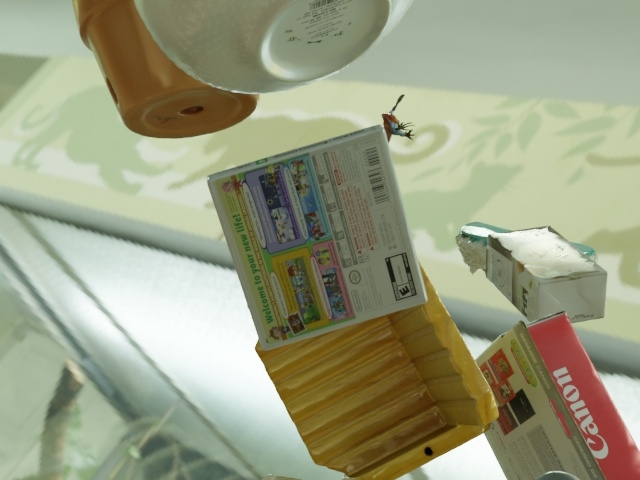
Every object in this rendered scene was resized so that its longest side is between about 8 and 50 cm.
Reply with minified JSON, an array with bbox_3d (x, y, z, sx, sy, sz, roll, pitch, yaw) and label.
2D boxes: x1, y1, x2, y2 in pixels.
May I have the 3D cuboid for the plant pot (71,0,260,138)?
[{"bbox_3d":[-0.202,-0.278,1.602,0.291,0.290,0.203,134,-53,-67],"label":"plant pot"}]

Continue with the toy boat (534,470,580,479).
[{"bbox_3d":[0.347,0.348,1.096,0.318,0.148,0.267,23,-37,-4],"label":"toy boat"}]

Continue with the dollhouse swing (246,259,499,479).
[{"bbox_3d":[0.059,0.183,1.597,0.347,0.315,0.305,62,7,5],"label":"dollhouse swing"}]

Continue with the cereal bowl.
[{"bbox_3d":[-0.025,-0.274,1.191,0.339,0.339,0.141,91,-24,-62],"label":"cereal bowl"}]

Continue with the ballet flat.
[{"bbox_3d":[0.460,0.052,2.430,0.147,0.147,0.409,51,-17,-29],"label":"ballet flat"}]

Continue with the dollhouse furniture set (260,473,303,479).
[{"bbox_3d":[-0.030,0.387,1.325,0.144,0.123,0.151,-1,-72,38],"label":"dollhouse furniture set"}]

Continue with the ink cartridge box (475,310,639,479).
[{"bbox_3d":[0.369,0.283,1.674,0.309,0.130,0.272,65,-23,18],"label":"ink cartridge box"}]

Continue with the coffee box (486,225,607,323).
[{"bbox_3d":[0.425,0.065,2.090,0.246,0.141,0.098,-126,-150,-64],"label":"coffee box"}]

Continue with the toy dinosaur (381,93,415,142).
[{"bbox_3d":[0.101,-0.158,1.542,0.082,0.090,0.047,6,44,-55],"label":"toy dinosaur"}]

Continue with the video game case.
[{"bbox_3d":[0.000,0.000,1.181,0.023,0.193,0.212,-109,-177,-66],"label":"video game case"}]
